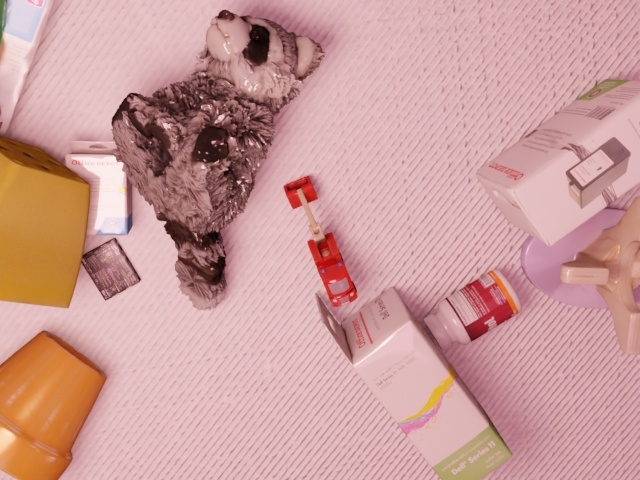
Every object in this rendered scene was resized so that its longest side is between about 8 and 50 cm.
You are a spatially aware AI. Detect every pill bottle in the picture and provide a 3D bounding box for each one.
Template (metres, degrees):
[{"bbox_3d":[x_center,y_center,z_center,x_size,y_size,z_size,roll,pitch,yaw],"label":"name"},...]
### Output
[{"bbox_3d":[0.254,0.120,1.448,0.152,0.086,0.086,-31,102,2],"label":"pill bottle"}]

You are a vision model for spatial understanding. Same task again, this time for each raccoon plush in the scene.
[{"bbox_3d":[-0.145,-0.141,1.346,0.216,0.446,0.299,35,55,19],"label":"raccoon plush"}]

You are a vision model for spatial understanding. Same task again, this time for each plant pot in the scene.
[{"bbox_3d":[-0.446,0.254,1.360,0.205,0.205,0.188,40,79,-11],"label":"plant pot"},{"bbox_3d":[-0.460,-0.042,1.243,0.212,0.212,0.187,31,98,32],"label":"plant pot"}]

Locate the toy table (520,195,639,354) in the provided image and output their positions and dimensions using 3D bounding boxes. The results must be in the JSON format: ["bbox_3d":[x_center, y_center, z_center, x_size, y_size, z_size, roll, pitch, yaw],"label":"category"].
[{"bbox_3d":[0.490,0.045,1.420,0.274,0.161,0.252,-10,102,-5],"label":"toy table"}]

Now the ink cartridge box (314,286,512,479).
[{"bbox_3d":[0.143,0.210,1.391,0.119,0.207,0.353,-37,103,4],"label":"ink cartridge box"}]

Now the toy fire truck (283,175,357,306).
[{"bbox_3d":[0.000,0.000,1.374,0.047,0.192,0.135,-22,131,0],"label":"toy fire truck"}]

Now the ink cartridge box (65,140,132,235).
[{"bbox_3d":[-0.343,-0.085,1.347,0.092,0.090,0.143,1,100,-6],"label":"ink cartridge box"}]

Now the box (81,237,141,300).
[{"bbox_3d":[-0.344,0.047,1.409,0.067,0.018,0.083,-30,102,0],"label":"box"}]

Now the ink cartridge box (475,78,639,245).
[{"bbox_3d":[0.406,-0.129,1.358,0.273,0.198,0.114,-36,103,2],"label":"ink cartridge box"}]

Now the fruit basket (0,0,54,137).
[{"bbox_3d":[-0.598,-0.272,1.251,0.327,0.165,0.353,24,101,-10],"label":"fruit basket"}]
